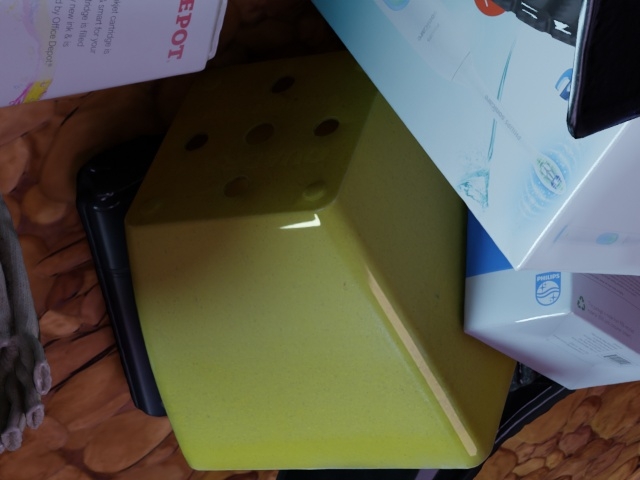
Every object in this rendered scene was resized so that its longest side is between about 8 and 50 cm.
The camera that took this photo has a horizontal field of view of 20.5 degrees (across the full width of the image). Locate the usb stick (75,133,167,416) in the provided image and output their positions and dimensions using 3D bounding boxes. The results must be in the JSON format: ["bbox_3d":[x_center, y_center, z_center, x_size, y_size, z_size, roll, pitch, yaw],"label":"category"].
[{"bbox_3d":[-0.114,0.031,1.214,0.077,0.045,0.278,-31,147,-18],"label":"usb stick"}]

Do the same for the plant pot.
[{"bbox_3d":[0.000,0.000,1.092,0.212,0.212,0.187,-4,133,28],"label":"plant pot"}]

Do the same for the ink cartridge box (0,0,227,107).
[{"bbox_3d":[-0.154,-0.152,0.903,0.212,0.093,0.154,-12,142,-27],"label":"ink cartridge box"}]

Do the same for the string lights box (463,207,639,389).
[{"bbox_3d":[0.157,-0.052,1.099,0.077,0.259,0.133,-12,153,34],"label":"string lights box"}]

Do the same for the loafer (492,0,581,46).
[{"bbox_3d":[0.070,-0.239,0.781,0.130,0.366,0.134,-41,178,-23],"label":"loafer"}]

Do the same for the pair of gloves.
[{"bbox_3d":[-0.201,0.076,1.052,0.042,0.204,0.240,0,136,-20],"label":"pair of gloves"}]

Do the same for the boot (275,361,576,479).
[{"bbox_3d":[0.081,0.098,1.384,0.348,0.131,0.260,-42,155,-8],"label":"boot"}]

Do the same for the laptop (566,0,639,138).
[{"bbox_3d":[0.184,-0.315,0.729,0.382,0.408,0.236,-21,164,-35],"label":"laptop"}]

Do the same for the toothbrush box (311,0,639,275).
[{"bbox_3d":[0.125,-0.156,0.955,0.126,0.295,0.216,2,133,-43],"label":"toothbrush box"}]
